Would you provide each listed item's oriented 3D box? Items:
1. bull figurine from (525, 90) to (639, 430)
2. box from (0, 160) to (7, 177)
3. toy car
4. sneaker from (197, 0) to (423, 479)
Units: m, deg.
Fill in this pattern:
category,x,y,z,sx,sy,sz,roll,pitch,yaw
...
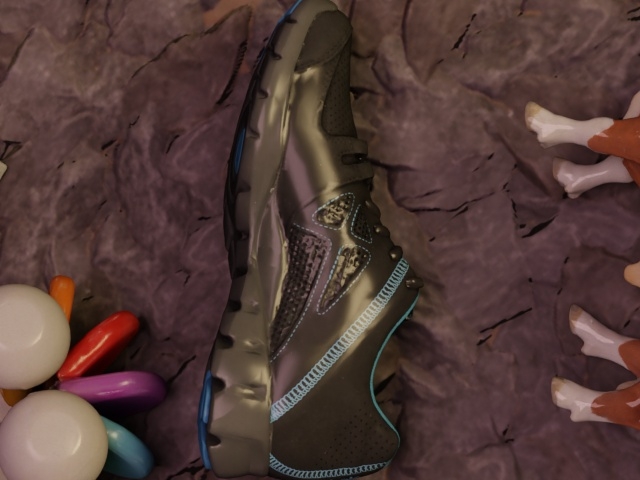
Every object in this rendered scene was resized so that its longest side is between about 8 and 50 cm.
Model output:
category,x,y,z,sx,sy,sz,roll,pitch,yaw
bull figurine,0.238,-0.021,1.014,0.188,0.101,0.310,-7,80,23
box,-0.320,-0.047,1.218,0.087,0.101,0.102,39,98,19
toy car,-0.181,0.111,1.145,0.136,0.159,0.182,-17,76,-19
sneaker,0.000,0.000,1.108,0.139,0.125,0.341,7,84,-7
